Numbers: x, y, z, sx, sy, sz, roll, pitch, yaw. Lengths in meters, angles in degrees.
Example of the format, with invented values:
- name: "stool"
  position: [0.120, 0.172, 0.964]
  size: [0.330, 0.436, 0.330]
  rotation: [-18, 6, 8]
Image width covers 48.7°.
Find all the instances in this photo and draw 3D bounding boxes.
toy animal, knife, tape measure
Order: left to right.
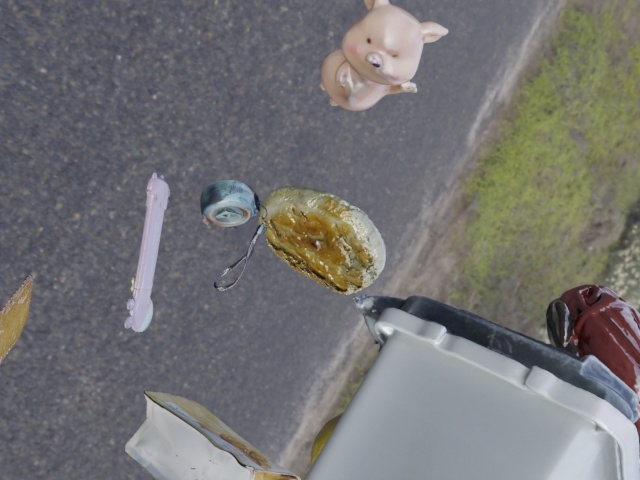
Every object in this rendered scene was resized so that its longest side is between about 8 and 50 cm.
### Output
- name: "knife"
  position: [-0.433, 0.031, 1.766]
  size: [0.132, 0.038, 0.398]
  rotation: [18, 81, -77]
- name: "tape measure"
  position: [-0.161, -0.009, 1.222]
  size: [0.107, 0.104, 0.179]
  rotation: [22, 67, -44]
- name: "toy animal"
  position: [0.049, -0.185, 0.719]
  size: [0.083, 0.150, 0.089]
  rotation: [18, 54, -32]

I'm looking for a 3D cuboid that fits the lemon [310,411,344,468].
- name: "lemon"
  position: [0.111, 0.570, 1.804]
  size: [0.297, 0.297, 0.297]
  rotation: [-45, 148, -39]

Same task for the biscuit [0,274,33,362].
- name: "biscuit"
  position: [-0.808, 0.231, 1.823]
  size: [0.232, 0.013, 0.237]
  rotation: [-73, -174, -50]

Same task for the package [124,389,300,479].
- name: "package"
  position: [-0.229, 0.449, 1.399]
  size: [0.165, 0.311, 0.221]
  rotation: [-59, 149, -6]

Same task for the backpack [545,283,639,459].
- name: "backpack"
  position: [0.373, 0.163, 0.857]
  size: [0.139, 0.229, 0.229]
  rotation: [-29, 155, 7]

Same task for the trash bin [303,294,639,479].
- name: "trash bin"
  position: [0.086, 0.257, 0.647]
  size: [0.367, 0.296, 0.256]
  rotation: [-50, 140, -21]

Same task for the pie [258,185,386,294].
- name: "pie"
  position: [0.000, 0.000, 1.370]
  size: [0.055, 0.274, 0.274]
  rotation: [-57, 155, -36]
